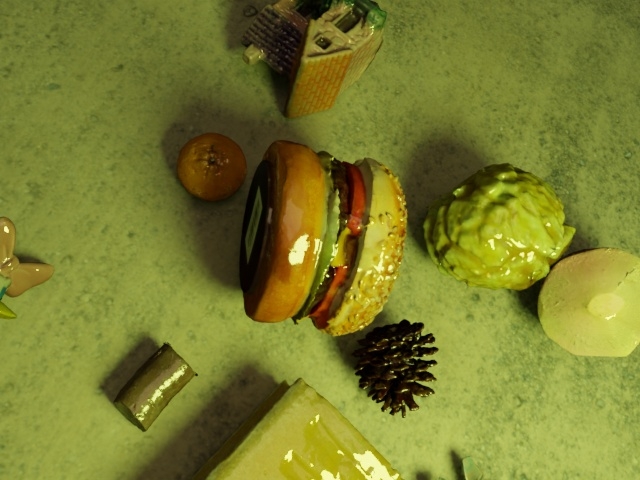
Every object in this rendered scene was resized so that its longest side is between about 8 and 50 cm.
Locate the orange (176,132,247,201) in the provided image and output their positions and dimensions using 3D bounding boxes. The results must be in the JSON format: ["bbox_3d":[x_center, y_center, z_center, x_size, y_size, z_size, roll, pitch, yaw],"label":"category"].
[{"bbox_3d":[-0.208,-0.144,1.072,0.135,0.117,0.136,9,68,-22],"label":"orange"}]

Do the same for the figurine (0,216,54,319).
[{"bbox_3d":[-0.603,0.151,0.824,0.421,0.154,0.193,-36,50,-18],"label":"figurine"}]

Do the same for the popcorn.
[{"bbox_3d":[0.348,-0.020,1.127,0.282,0.282,0.247,-24,91,-24],"label":"popcorn"}]

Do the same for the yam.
[{"bbox_3d":[-0.276,0.243,0.927,0.084,0.084,0.127,41,61,0],"label":"yam"}]

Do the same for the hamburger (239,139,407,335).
[{"bbox_3d":[0.000,0.000,0.973,0.250,0.330,0.330,7,68,-17],"label":"hamburger"}]

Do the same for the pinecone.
[{"bbox_3d":[0.142,0.240,1.024,0.162,0.163,0.165,-11,93,-21],"label":"pinecone"}]

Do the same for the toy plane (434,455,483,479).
[{"bbox_3d":[0.244,0.558,0.965,0.223,0.104,0.326,37,68,-1],"label":"toy plane"}]

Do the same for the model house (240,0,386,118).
[{"bbox_3d":[-0.027,-0.419,1.184,0.237,0.202,0.237,40,63,0],"label":"model house"}]

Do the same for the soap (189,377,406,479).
[{"bbox_3d":[-0.051,0.433,0.889,0.335,0.156,0.293,-42,91,-25],"label":"soap"}]

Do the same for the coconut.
[{"bbox_3d":[0.567,0.126,1.138,0.233,0.233,0.245,59,21,9],"label":"coconut"}]
